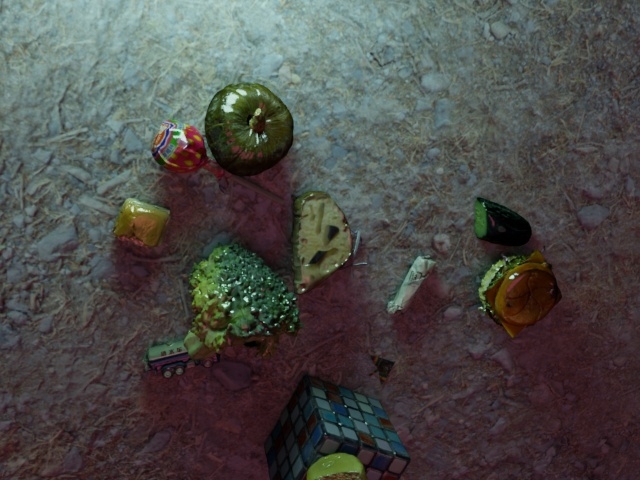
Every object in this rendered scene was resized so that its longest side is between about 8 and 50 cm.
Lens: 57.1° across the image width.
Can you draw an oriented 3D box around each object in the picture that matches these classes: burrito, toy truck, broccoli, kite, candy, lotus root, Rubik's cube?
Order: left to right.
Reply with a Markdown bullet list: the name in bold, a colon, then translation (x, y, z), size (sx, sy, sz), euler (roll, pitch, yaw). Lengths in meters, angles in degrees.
- **toy truck**: translation (-0.378, 0.311, 1.598), size (0.201, 0.074, 0.088), euler (-12, 104, -8)
- **candy**: translation (-0.238, -0.170, 1.437), size (0.365, 0.124, 0.124), euler (27, 103, -33)
- **broccoli**: translation (-0.208, 0.189, 1.443), size (0.281, 0.348, 0.293), euler (-38, 109, 14)
- **lotus root**: translation (0.000, 0.000, 1.523), size (0.170, 0.074, 0.261), euler (-6, 92, -24)
- **Rubik's cube**: translation (0.036, 0.612, 1.690), size (0.286, 0.292, 0.293), euler (24, 105, -20)
- **kite**: translation (0.186, 0.389, 1.795), size (0.090, 0.004, 0.122), euler (-27, 114, -2)
- **burrito**: translation (0.258, 0.132, 1.684), size (0.064, 0.064, 0.203), euler (28, 101, -21)

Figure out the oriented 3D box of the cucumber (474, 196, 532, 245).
- **cucumber**: translation (0.514, -0.038, 1.672), size (0.193, 0.086, 0.115), euler (16, 104, -26)

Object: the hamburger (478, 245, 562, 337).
- **hamburger**: translation (0.580, 0.139, 1.718), size (0.261, 0.139, 0.243), euler (-32, 116, 0)

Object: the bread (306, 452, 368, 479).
- **bread**: translation (0.043, 0.588, 1.462), size (0.156, 0.125, 0.086), euler (-13, 105, 8)

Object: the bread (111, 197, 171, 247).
- **bread**: translation (-0.437, -0.039, 1.437), size (0.125, 0.082, 0.106), euler (18, 112, -16)

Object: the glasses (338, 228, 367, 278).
- **glasses**: translation (0.076, 0.048, 1.582), size (0.062, 0.104, 0.140), euler (34, 103, -24)

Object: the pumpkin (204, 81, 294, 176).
- **pumpkin**: translation (-0.159, -0.265, 1.357), size (0.218, 0.162, 0.219), euler (5, 79, -28)
